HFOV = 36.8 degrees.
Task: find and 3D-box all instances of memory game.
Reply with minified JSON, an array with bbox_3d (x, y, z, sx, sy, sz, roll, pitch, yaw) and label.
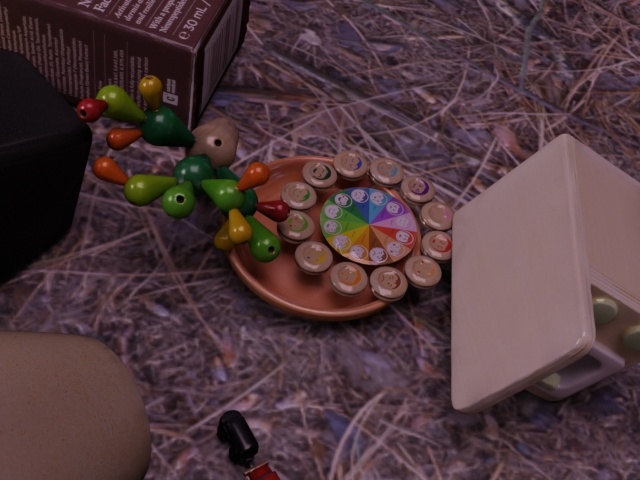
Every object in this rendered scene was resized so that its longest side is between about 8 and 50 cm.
[{"bbox_3d":[0.047,-0.018,0.946,0.186,0.012,0.186,7,51,-8],"label":"memory game"}]

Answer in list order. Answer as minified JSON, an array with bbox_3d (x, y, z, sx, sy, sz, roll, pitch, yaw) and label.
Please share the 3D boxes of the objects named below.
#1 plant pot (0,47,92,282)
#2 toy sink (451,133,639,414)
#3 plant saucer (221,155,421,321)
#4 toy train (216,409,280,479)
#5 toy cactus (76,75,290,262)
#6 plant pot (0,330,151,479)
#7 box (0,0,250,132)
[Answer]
[{"bbox_3d":[-0.315,-0.069,0.856,0.167,0.188,0.187,-22,58,-43],"label":"plant pot"},{"bbox_3d":[0.216,0.052,0.865,0.131,0.153,0.234,29,44,-23],"label":"toy sink"},{"bbox_3d":[0.000,0.000,0.953,0.199,0.037,0.200,6,52,-8],"label":"plant saucer"},{"bbox_3d":[-0.040,0.204,0.781,0.027,0.036,0.158,-20,59,-26],"label":"toy train"},{"bbox_3d":[-0.110,-0.079,0.892,0.219,0.112,0.180,34,27,-8],"label":"toy cactus"},{"bbox_3d":[-0.262,0.162,0.653,0.274,0.256,0.256,-19,57,-44],"label":"plant pot"},{"bbox_3d":[-0.282,-0.268,1.041,0.381,0.143,0.191,17,51,3],"label":"box"}]
